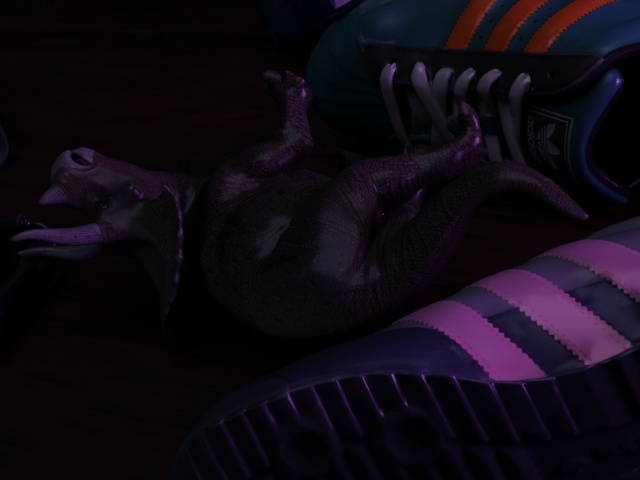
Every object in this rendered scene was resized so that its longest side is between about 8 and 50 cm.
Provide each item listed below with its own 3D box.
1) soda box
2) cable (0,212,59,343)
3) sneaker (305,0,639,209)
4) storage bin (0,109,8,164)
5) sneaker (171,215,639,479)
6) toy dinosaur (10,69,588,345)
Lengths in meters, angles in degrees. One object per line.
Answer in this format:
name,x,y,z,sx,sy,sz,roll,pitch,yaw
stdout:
soda box,0.002,-0.183,0.816,0.071,0.067,0.210,-30,8,-9
cable,-0.257,0.048,0.774,0.150,0.047,0.184,6,47,36
sneaker,0.117,-0.082,0.664,0.302,0.108,0.121,-1,38,27
storage bin,-0.313,-0.093,0.950,0.135,0.098,0.091,-23,26,3
sneaker,0.095,0.058,0.528,0.319,0.112,0.131,-15,20,9
toy dinosaur,0.000,0.000,0.653,0.313,0.121,0.160,16,65,36
